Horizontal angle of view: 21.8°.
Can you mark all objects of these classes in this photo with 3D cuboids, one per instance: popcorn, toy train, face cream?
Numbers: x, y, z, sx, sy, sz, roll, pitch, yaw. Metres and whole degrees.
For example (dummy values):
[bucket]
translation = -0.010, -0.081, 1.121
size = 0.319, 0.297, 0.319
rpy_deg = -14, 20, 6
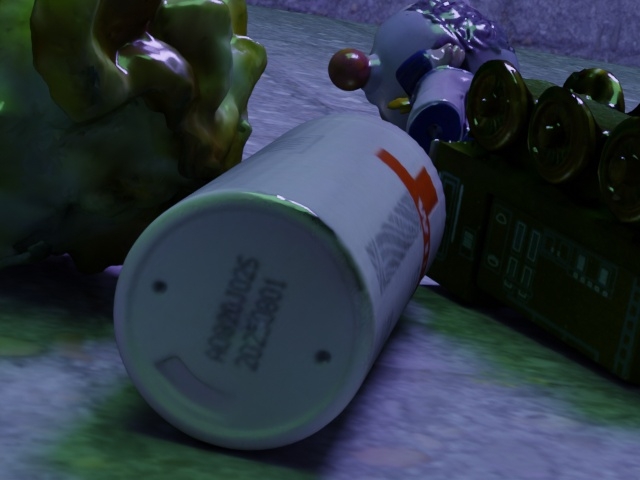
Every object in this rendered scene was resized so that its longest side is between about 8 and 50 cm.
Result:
[popcorn]
translation = -0.116, -0.074, 0.765
size = 0.198, 0.198, 0.212
rpy_deg = 4, -5, -29
[toy train]
translation = 0.139, -0.011, 0.849
size = 0.090, 0.137, 0.225
rpy_deg = 1, 19, -29
[face cream]
translation = 0.000, 0.000, 0.751
size = 0.102, 0.102, 0.345
rpy_deg = 12, 12, 8

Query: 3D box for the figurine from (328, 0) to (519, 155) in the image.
[figurine]
translation = 0.101, -0.134, 1.440
size = 0.194, 0.133, 0.274
rpy_deg = 28, 18, 13
